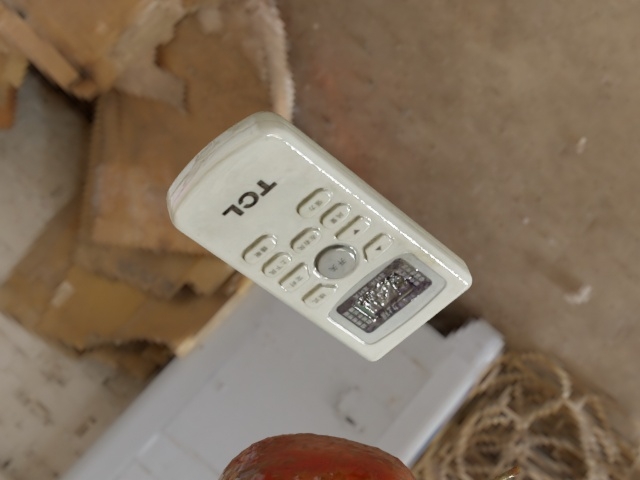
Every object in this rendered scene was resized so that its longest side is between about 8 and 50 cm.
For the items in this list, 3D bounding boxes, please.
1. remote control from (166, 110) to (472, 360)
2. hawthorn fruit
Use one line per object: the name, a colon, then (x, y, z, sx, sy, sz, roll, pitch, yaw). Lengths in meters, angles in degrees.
remote control: (0.000, 0.000, 0.902, 0.190, 0.087, 0.029, 38, -159, -36)
hawthorn fruit: (0.024, 0.197, 1.018, 0.204, 0.162, 0.162, -12, 127, 21)
